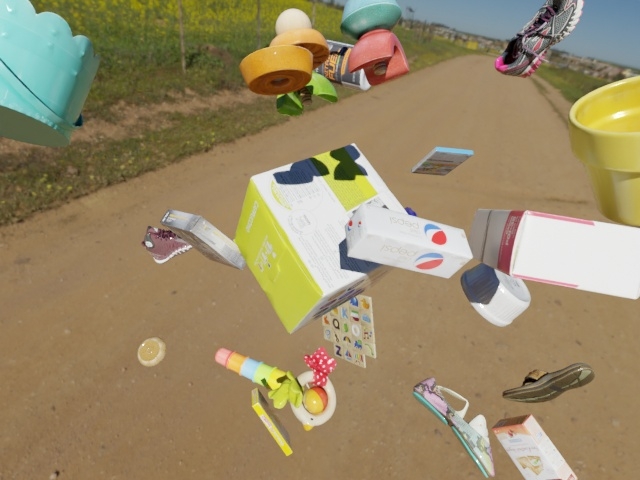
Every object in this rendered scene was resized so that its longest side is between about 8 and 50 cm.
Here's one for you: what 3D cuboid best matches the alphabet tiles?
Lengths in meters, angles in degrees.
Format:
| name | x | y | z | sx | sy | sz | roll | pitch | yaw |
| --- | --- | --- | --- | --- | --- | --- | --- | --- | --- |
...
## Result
| name | x | y | z | sx | sy | sz | roll | pitch | yaw |
| --- | --- | --- | --- | --- | --- | --- | --- | --- | --- |
| alphabet tiles | 0.096 | 0.300 | 1.531 | 0.011 | 0.342 | 0.285 | -13 | 11 | -38 |

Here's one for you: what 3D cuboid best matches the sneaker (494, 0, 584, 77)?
| name | x | y | z | sx | sy | sz | roll | pitch | yaw |
| --- | --- | --- | --- | --- | --- | --- | --- | --- | --- |
| sneaker | 0.650 | -0.617 | 1.206 | 0.112 | 0.299 | 0.120 | -3 | 59 | -17 |

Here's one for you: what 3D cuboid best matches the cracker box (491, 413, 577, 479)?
| name | x | y | z | sx | sy | sz | roll | pitch | yaw |
| --- | --- | --- | --- | --- | --- | --- | --- | --- | --- |
| cracker box | 0.726 | 0.727 | 1.383 | 0.067 | 0.155 | 0.232 | -24 | 72 | -33 |

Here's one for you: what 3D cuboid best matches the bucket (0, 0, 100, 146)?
| name | x | y | z | sx | sy | sz | roll | pitch | yaw |
| --- | --- | --- | --- | --- | --- | --- | --- | --- | --- |
| bucket | -0.564 | -0.299 | 0.727 | 0.282 | 0.182 | 0.281 | 9 | -7 | 1 |

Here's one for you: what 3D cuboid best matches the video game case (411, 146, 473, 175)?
| name | x | y | z | sx | sy | sz | roll | pitch | yaw |
| --- | --- | --- | --- | --- | --- | --- | --- | --- | --- |
| video game case | 0.367 | -0.239 | 1.233 | 0.119 | 0.015 | 0.166 | 2 | -13 | -12 |

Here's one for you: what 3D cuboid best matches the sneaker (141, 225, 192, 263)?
| name | x | y | z | sx | sy | sz | roll | pitch | yaw |
| --- | --- | --- | --- | --- | --- | --- | --- | --- | --- |
| sneaker | -0.622 | -0.019 | 1.661 | 0.282 | 0.162 | 0.106 | -30 | 35 | 15 |

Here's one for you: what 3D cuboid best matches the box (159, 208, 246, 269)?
| name | x | y | z | sx | sy | sz | roll | pitch | yaw |
| --- | --- | --- | --- | --- | --- | --- | --- | --- | --- |
| box | -0.355 | -0.002 | 1.248 | 0.183 | 0.231 | 0.056 | 11 | 65 | 41 |

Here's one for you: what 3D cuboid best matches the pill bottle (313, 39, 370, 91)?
| name | x | y | z | sx | sy | sz | roll | pitch | yaw |
| --- | --- | --- | --- | --- | --- | --- | --- | --- | --- |
| pill bottle | 0.053 | -0.583 | 1.331 | 0.246 | 0.130 | 0.130 | 22 | 31 | 21 |

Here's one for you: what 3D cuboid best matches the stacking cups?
| name | x | y | z | sx | sy | sz | roll | pitch | yaw |
| --- | --- | --- | --- | --- | --- | --- | --- | --- | --- |
| stacking cups | -0.272 | 0.508 | 1.582 | 0.317 | 0.095 | 0.096 | 16 | 30 | 17 |

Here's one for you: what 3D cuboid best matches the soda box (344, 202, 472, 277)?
| name | x | y | z | sx | sy | sz | roll | pitch | yaw |
| --- | --- | --- | --- | --- | --- | --- | --- | --- | --- |
| soda box | 0.155 | 0.003 | 0.715 | 0.216 | 0.074 | 0.069 | 12 | 49 | -20 |

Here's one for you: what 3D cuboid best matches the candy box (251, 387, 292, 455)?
| name | x | y | z | sx | sy | sz | roll | pitch | yaw |
| --- | --- | --- | --- | --- | --- | --- | --- | --- | --- |
| candy box | -0.157 | 0.579 | 1.294 | 0.027 | 0.205 | 0.105 | -31 | 11 | -4 |

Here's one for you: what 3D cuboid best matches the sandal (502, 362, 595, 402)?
| name | x | y | z | sx | sy | sz | roll | pitch | yaw |
| --- | --- | --- | --- | --- | --- | --- | --- | --- | --- |
| sandal | 0.540 | 0.336 | 0.971 | 0.090 | 0.219 | 0.060 | 25 | 40 | -19 |

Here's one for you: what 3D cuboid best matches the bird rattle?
| name | x | y | z | sx | sy | sz | roll | pitch | yaw |
| --- | --- | --- | --- | --- | --- | --- | --- | --- | --- |
| bird rattle | -0.032 | 0.477 | 1.286 | 0.254 | 0.143 | 0.206 | -17 | 77 | -51 |

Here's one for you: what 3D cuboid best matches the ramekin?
| name | x | y | z | sx | sy | sz | roll | pitch | yaw |
| --- | --- | --- | --- | --- | --- | --- | --- | --- | --- |
| ramekin | 0.553 | 0.153 | 1.262 | 0.207 | 0.109 | 0.207 | 26 | 36 | -21 |

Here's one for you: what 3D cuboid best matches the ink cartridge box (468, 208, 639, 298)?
| name | x | y | z | sx | sy | sz | roll | pitch | yaw |
| --- | --- | --- | --- | --- | --- | --- | --- | --- | --- |
| ink cartridge box | 0.426 | 0.010 | 0.777 | 0.208 | 0.117 | 0.283 | 9 | 6 | 4 |

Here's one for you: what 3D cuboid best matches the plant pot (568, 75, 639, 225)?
| name | x | y | z | sx | sy | sz | roll | pitch | yaw |
| --- | --- | --- | --- | --- | --- | --- | --- | --- | --- |
| plant pot | 0.644 | -0.168 | 0.801 | 0.254 | 0.238 | 0.254 | -18 | 32 | 12 |

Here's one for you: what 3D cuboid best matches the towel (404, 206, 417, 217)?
| name | x | y | z | sx | sy | sz | roll | pitch | yaw |
| --- | --- | --- | --- | --- | --- | --- | --- | --- | --- |
| towel | 0.289 | -0.014 | 1.719 | 0.076 | 0.308 | 0.227 | 44 | 12 | -3 |

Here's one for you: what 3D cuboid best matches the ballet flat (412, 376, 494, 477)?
| name | x | y | z | sx | sy | sz | roll | pitch | yaw |
| --- | --- | --- | --- | --- | --- | --- | --- | --- | --- |
| ballet flat | 0.288 | 0.370 | 0.838 | 0.079 | 0.076 | 0.221 | -36 | 44 | -10 |

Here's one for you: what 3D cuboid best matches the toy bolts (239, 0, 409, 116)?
| name | x | y | z | sx | sy | sz | roll | pitch | yaw |
| --- | --- | --- | --- | --- | --- | --- | --- | --- | --- |
| toy bolts | -0.002 | -0.303 | 0.581 | 0.229 | 0.158 | 0.218 | -10 | 0 | 25 |

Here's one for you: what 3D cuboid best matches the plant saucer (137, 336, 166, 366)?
| name | x | y | z | sx | sy | sz | roll | pitch | yaw |
| --- | --- | --- | --- | --- | --- | --- | --- | --- | --- |
| plant saucer | -0.480 | 0.312 | 1.139 | 0.084 | 0.015 | 0.083 | -2 | 64 | 5 |

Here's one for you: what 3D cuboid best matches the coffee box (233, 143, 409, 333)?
| name | x | y | z | sx | sy | sz | roll | pitch | yaw |
| --- | --- | --- | --- | --- | --- | --- | --- | --- | --- |
| coffee box | 0.000 | 0.000 | 1.106 | 0.335 | 0.337 | 0.338 | -25 | 73 | -28 |
